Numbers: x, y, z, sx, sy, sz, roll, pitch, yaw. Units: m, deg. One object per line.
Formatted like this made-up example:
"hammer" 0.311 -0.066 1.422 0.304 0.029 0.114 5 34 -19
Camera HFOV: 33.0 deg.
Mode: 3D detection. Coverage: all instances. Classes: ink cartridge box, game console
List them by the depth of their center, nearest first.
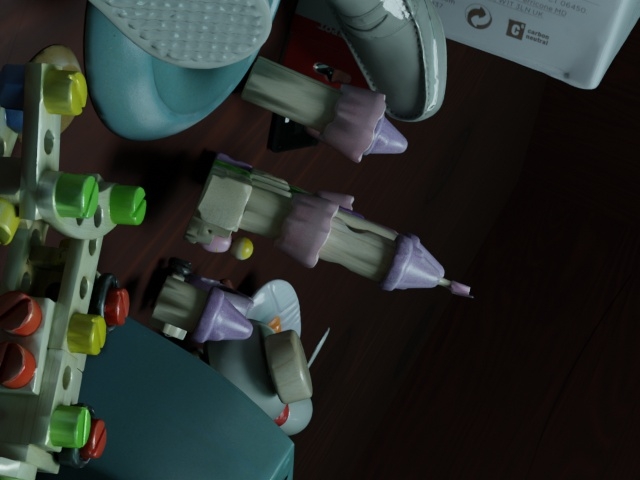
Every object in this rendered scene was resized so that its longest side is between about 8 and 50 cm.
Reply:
"ink cartridge box" 0.054 -0.281 1.235 0.078 0.134 0.231 -32 144 -66
"game console" -0.026 -0.183 1.347 0.107 0.071 0.122 -14 132 -33

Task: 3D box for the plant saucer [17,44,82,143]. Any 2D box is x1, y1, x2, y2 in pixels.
"plant saucer" -0.208 -0.110 0.838 0.083 0.015 0.083 -57 162 -29

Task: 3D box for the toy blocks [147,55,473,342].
"toy blocks" 0.000 0.000 1.090 0.288 0.260 0.309 -119 -128 -80

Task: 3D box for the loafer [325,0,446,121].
"loafer" 0.044 -0.258 1.110 0.111 0.112 0.319 -51 125 -46

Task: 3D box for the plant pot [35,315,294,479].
"plant pot" -0.152 0.217 1.097 0.165 0.234 0.165 -56 162 -35

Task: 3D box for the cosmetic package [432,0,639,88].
"cosmetic package" 0.320 -0.475 1.468 0.393 0.329 0.327 -50 157 -43

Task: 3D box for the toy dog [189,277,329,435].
"toy dog" -0.087 0.150 1.343 0.333 0.220 0.161 120 -38 -67

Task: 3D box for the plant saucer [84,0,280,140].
"plant saucer" -0.100 -0.231 0.971 0.317 0.044 0.317 -58 163 -28

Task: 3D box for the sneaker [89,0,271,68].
"sneaker" -0.147 -0.258 0.690 0.366 0.135 0.150 55 18 -60

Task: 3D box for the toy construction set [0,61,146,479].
"toy construction set" -0.219 0.057 0.741 0.215 0.151 0.327 73 37 -70

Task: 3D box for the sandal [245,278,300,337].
"sandal" -0.084 0.156 1.529 0.102 0.076 0.265 -29 135 -28
